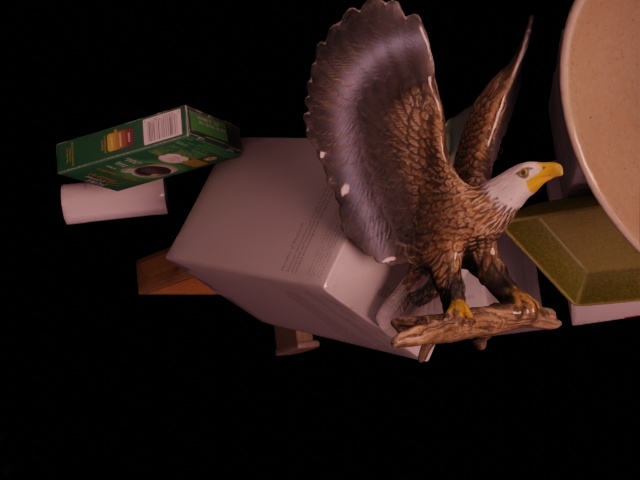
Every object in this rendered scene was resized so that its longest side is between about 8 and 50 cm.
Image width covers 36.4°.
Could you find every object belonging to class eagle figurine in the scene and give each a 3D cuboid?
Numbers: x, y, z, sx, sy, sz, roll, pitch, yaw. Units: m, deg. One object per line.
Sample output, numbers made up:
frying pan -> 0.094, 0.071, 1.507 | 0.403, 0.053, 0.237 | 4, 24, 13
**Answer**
eagle figurine -> 0.124, -0.053, 0.893 | 0.225, 0.298, 0.226 | -17, 164, 12

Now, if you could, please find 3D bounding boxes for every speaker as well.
speaker -> -0.271, -0.055, 1.281 | 0.136, 0.055, 0.055 | -7, 169, -6

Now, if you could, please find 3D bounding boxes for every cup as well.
cup -> 0.397, -0.131, 0.787 | 0.237, 0.331, 0.331 | -29, 179, -25

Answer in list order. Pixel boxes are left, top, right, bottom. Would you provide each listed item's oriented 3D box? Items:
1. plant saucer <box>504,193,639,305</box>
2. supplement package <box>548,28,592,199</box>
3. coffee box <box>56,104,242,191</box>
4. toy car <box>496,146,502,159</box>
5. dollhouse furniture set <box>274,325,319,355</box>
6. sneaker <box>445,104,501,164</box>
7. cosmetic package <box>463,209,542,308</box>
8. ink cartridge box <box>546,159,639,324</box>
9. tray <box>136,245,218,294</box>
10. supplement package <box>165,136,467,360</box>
plant saucer -> 0.334, 0.002, 1.119 | 0.188, 0.045, 0.188 | -10, 139, 44
supplement package -> 0.329, -0.133, 1.054 | 0.133, 0.139, 0.244 | -8, 170, 9
coffee box -> -0.197, -0.103, 1.114 | 0.184, 0.040, 0.113 | -13, 167, 26
toy car -> 0.183, -0.127, 1.313 | 0.122, 0.060, 0.040 | 16, -156, -25
dollhouse furniture set -> 0.077, 0.108, 1.970 | 0.303, 0.198, 0.286 | -3, 169, -23
sneaker -> 0.106, -0.102, 1.202 | 0.151, 0.094, 0.256 | 15, 149, -23
cosmetic package -> 0.250, 0.041, 1.668 | 0.161, 0.230, 0.453 | -11, 168, 22
ink cartridge box -> 0.443, -0.009, 1.462 | 0.172, 0.237, 0.100 | -9, 153, 11
tray -> -0.132, 0.024, 1.733 | 0.202, 0.076, 0.411 | 3, 164, -42
supplement package -> 0.000, 0.000, 1.091 | 0.293, 0.175, 0.177 | 7, 157, 49
